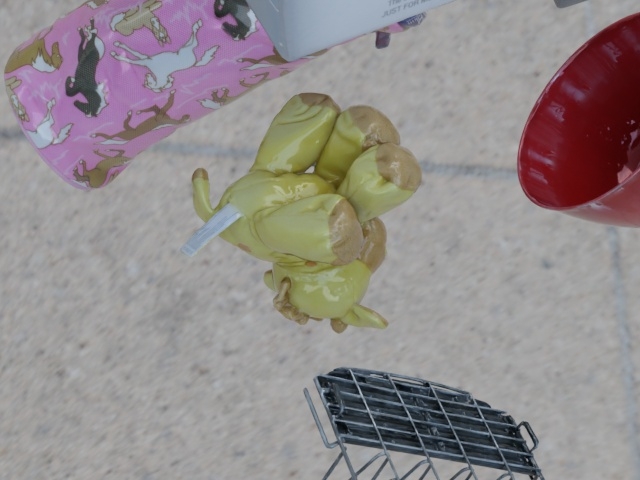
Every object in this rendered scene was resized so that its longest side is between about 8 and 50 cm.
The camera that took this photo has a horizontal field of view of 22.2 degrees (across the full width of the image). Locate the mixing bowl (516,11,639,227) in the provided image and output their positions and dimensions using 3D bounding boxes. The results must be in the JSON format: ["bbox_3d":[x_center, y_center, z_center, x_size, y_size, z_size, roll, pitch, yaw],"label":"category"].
[{"bbox_3d":[0.251,-0.078,1.265,0.098,0.181,0.181,34,63,-28],"label":"mixing bowl"}]

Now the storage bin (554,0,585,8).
[{"bbox_3d":[0.264,-0.302,1.659,0.098,0.135,0.091,-18,78,-3],"label":"storage bin"}]

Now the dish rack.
[{"bbox_3d":[0.088,0.202,1.070,0.208,0.074,0.271,16,35,-35],"label":"dish rack"}]

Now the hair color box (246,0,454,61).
[{"bbox_3d":[0.041,-0.244,0.500,0.185,0.374,0.113,-22,57,-14],"label":"hair color box"}]

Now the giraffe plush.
[{"bbox_3d":[0.000,0.000,1.426,0.210,0.170,0.181,-32,44,0],"label":"giraffe plush"}]

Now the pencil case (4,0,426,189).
[{"bbox_3d":[-0.098,-0.185,1.457,0.167,0.386,0.160,60,22,-16],"label":"pencil case"}]
